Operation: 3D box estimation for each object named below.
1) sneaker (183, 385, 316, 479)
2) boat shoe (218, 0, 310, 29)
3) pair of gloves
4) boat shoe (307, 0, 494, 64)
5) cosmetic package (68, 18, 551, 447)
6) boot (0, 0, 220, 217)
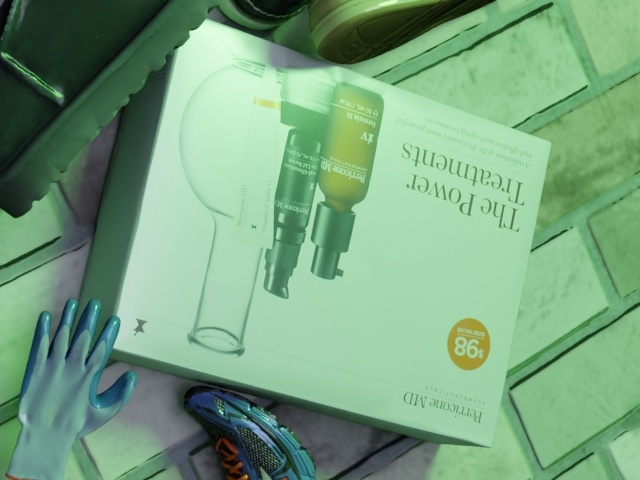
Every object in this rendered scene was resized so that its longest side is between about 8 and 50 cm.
[{"bbox_3d":[-0.044,0.211,1.620,0.087,0.083,0.221,-42,103,-16],"label":"sneaker"},{"bbox_3d":[-0.006,-0.352,1.660,0.127,0.113,0.340,23,75,-25],"label":"boat shoe"},{"bbox_3d":[-0.245,0.107,1.495,0.198,0.023,0.159,17,98,-3],"label":"pair of gloves"},{"bbox_3d":[0.083,-0.241,1.674,0.341,0.122,0.110,-29,88,-54],"label":"boat shoe"},{"bbox_3d":[0.000,0.000,1.651,0.377,0.097,0.284,17,81,-27],"label":"cosmetic package"},{"bbox_3d":[-0.286,-0.287,1.444,0.445,0.146,0.367,40,88,-18],"label":"boot"}]
